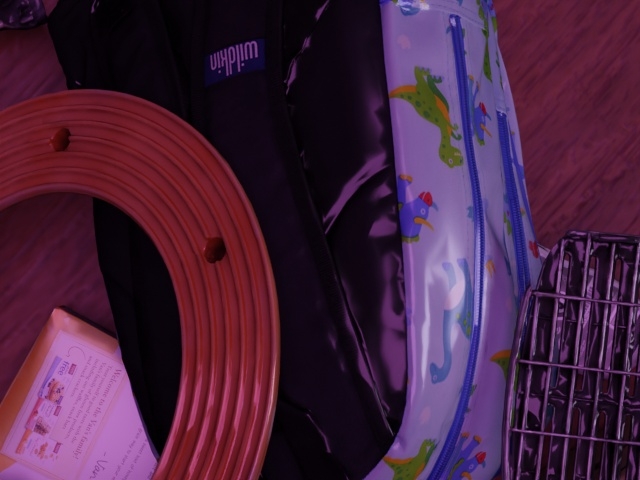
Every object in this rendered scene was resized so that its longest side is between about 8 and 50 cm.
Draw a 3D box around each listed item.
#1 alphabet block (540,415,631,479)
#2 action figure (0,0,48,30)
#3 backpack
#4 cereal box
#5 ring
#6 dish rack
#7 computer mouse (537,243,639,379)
[{"bbox_3d":[0.259,0.191,1.017,0.197,0.192,0.193,-33,91,-3],"label":"alphabet block"},{"bbox_3d":[-0.296,-0.101,1.009,0.275,0.141,0.164,-46,113,-33],"label":"action figure"},{"bbox_3d":[0.000,0.000,0.967,0.290,0.273,0.355,-22,58,31],"label":"backpack"},{"bbox_3d":[-0.108,0.173,1.068,0.240,0.047,0.173,30,88,-1],"label":"cereal box"},{"bbox_3d":[-0.155,0.080,0.902,0.337,0.032,0.336,-10,71,31],"label":"ring"},{"bbox_3d":[0.234,0.099,0.893,0.272,0.074,0.208,7,85,0],"label":"dish rack"},{"bbox_3d":[0.127,0.033,1.093,0.193,0.042,0.106,30,81,5],"label":"computer mouse"}]
